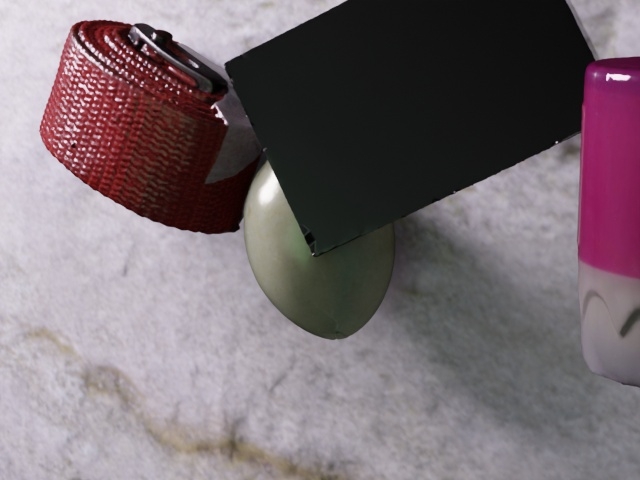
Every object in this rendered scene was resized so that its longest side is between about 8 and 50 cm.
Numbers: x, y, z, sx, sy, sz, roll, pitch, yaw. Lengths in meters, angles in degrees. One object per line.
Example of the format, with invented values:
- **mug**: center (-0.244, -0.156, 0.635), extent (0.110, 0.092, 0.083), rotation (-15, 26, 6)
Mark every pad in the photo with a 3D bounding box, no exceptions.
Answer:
- **pad**: center (0.069, -0.110, 1.128), extent (0.243, 0.004, 0.164), rotation (-26, 83, 8)

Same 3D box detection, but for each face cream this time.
- **face cream**: center (0.248, -0.014, 0.983), extent (0.175, 0.175, 0.195), rotation (7, 104, 34)

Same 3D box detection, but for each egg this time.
- **egg**: center (0.000, 0.000, 1.196), extent (0.114, 0.114, 0.152), rotation (-12, 91, 36)

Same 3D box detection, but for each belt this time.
- **belt**: center (-0.128, -0.101, 1.259), extent (0.201, 0.128, 0.124), rotation (34, 118, 27)
